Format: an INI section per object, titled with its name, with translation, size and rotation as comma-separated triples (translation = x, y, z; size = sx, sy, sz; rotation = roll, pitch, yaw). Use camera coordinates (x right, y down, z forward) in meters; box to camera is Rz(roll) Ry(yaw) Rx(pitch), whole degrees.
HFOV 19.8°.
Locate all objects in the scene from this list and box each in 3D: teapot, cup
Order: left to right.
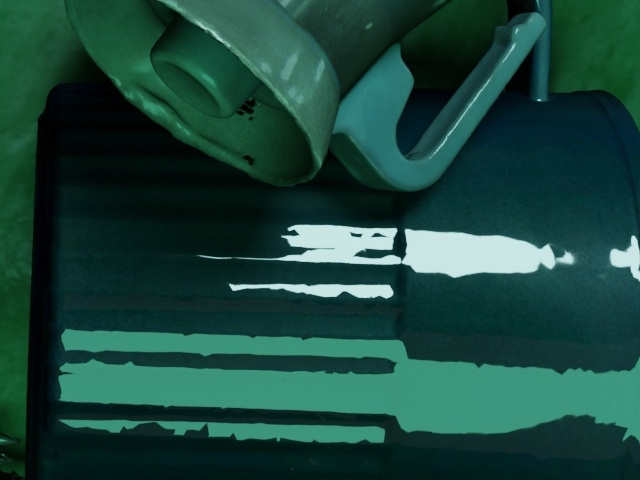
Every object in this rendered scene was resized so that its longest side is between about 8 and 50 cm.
[cup]
translation = 0.002, 0.013, 0.917
size = 0.292, 0.242, 0.308
rotation = 1, 127, -9
[teapot]
translation = 0.017, -0.137, 0.802
size = 0.203, 0.171, 0.225
rotation = 45, 72, -26

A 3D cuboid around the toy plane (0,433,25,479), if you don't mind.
[toy plane]
translation = -0.192, 0.150, 1.065
size = 0.188, 0.062, 0.135
rotation = 13, 89, -3
